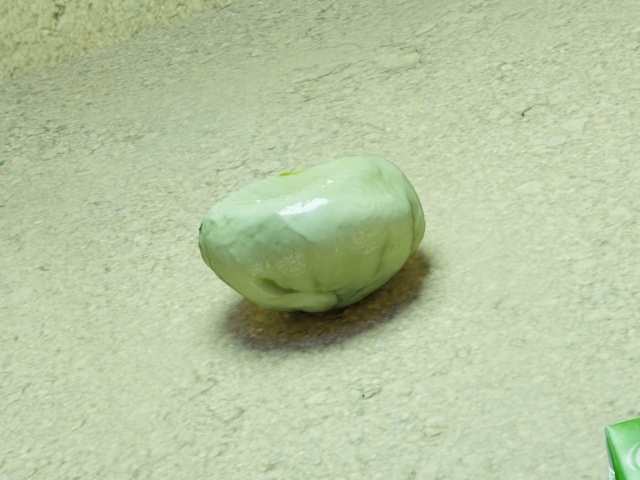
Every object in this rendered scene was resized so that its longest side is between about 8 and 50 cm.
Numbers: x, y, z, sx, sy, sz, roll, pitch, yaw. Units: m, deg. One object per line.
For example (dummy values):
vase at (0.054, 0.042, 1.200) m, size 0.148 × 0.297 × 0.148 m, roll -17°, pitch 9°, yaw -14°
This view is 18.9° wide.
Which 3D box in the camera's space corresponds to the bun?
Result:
bun at (0.000, 0.000, 2.195) m, size 0.259 × 0.160 × 0.259 m, roll -18°, pitch 9°, yaw 3°

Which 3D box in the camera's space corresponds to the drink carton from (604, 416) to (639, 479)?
drink carton at (0.328, 0.238, 1.534) m, size 0.161 × 0.108 × 0.271 m, roll -14°, pitch 24°, yaw 5°
